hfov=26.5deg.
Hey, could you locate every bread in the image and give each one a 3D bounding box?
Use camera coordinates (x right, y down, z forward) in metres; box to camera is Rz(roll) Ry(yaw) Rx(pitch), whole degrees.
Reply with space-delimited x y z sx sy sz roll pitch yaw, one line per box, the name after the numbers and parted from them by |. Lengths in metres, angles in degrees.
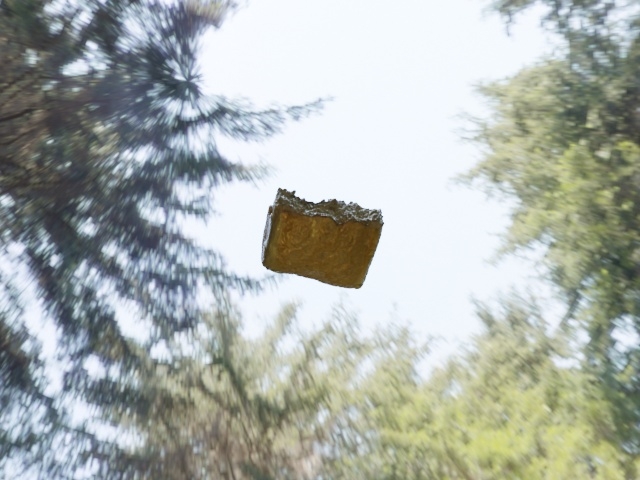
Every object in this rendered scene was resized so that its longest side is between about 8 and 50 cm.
0.000 0.000 0.986 0.083 0.035 0.070 8 -53 -6 | bread
